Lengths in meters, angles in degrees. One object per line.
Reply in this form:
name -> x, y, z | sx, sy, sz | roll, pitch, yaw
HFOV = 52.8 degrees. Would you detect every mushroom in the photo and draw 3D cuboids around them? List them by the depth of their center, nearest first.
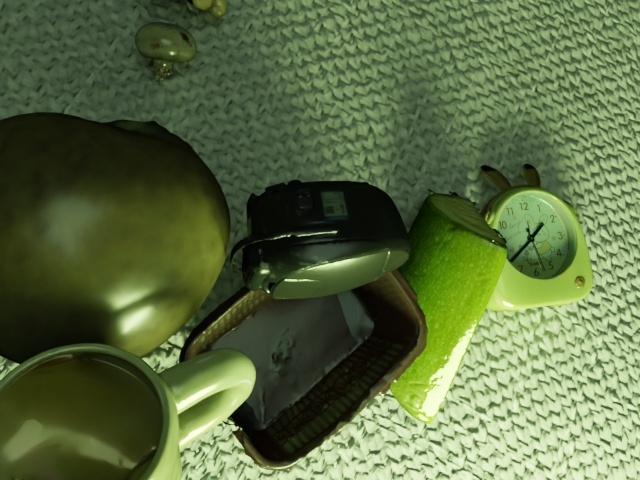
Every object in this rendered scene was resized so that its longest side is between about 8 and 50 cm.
mushroom -> -0.218, -0.263, 0.904 | 0.085, 0.085, 0.079 | 6, 113, -13

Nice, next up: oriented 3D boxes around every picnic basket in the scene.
picnic basket -> -0.023, 0.134, 0.841 | 0.297, 0.129, 0.222 | -39, 91, -17

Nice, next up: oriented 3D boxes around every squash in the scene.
squash -> 0.149, 0.085, 0.945 | 0.111, 0.203, 0.288 | 15, 111, -11

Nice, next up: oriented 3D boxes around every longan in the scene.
longan -> -0.261, 0.000, 0.720 | 0.319, 0.319, 0.319 | 3, 79, -13

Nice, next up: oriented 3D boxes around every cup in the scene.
cup -> -0.201, 0.184, 0.639 | 0.173, 0.202, 0.255 | 32, 57, 10

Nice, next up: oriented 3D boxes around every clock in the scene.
clock -> 0.314, -0.011, 0.984 | 0.170, 0.069, 0.232 | -5, 80, -14

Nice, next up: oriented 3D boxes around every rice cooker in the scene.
rice cooker -> -0.001, 0.001, 0.731 | 0.203, 0.142, 0.118 | -3, 69, -17

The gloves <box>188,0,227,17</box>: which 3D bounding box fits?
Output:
gloves -> -0.222, -0.448, 0.892 | 0.197, 0.152, 0.301 | -30, 95, 4
